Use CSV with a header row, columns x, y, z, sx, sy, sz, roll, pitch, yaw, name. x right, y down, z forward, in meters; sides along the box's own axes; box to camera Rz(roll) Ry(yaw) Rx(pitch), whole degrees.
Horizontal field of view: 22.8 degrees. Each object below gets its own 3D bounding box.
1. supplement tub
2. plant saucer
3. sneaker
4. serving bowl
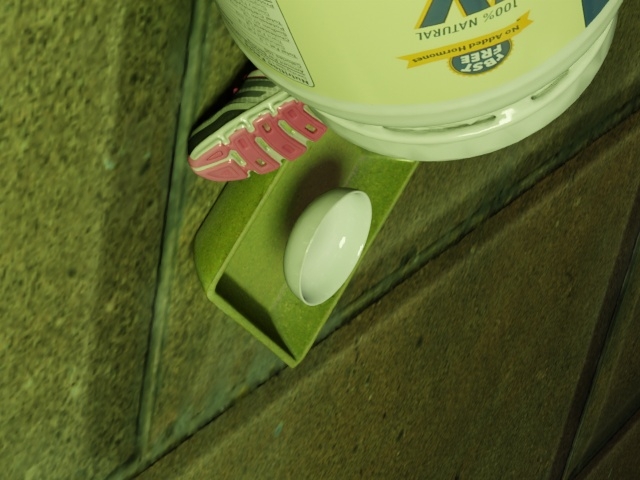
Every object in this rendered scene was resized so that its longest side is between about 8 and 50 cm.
x,y,z,sx,sy,sz,roll,pitch,yaw,name
0.036,-0.200,0.781,0.235,0.235,0.325,-57,155,-14,supplement tub
-0.015,-0.024,1.090,0.188,0.045,0.188,-60,155,-9,plant saucer
-0.020,-0.107,0.981,0.170,0.075,0.063,-40,151,5,sneaker
0.000,0.000,1.052,0.083,0.027,0.083,-45,151,-34,serving bowl
